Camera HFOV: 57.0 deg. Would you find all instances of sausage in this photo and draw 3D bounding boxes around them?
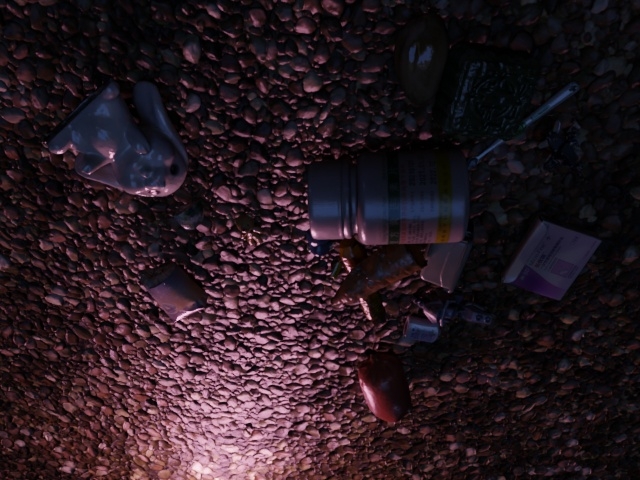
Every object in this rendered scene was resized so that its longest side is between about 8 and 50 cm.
[{"bbox_3d":[0.188,0.423,1.693,0.148,0.148,0.255,-9,123,9],"label":"sausage"}]

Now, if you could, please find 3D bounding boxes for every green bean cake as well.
[{"bbox_3d":[0.346,-0.307,1.226,0.184,0.094,0.184,4,122,-13],"label":"green bean cake"}]

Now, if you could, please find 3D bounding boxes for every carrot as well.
[{"bbox_3d":[0.110,0.105,1.528,0.070,0.070,0.260,-14,122,12],"label":"carrot"},{"bbox_3d":[0.129,0.087,1.430,0.263,0.102,0.102,-36,115,20],"label":"carrot"}]

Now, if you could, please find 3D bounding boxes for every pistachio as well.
[{"bbox_3d":[0.206,-0.367,1.198,0.108,0.126,0.186,30,132,32],"label":"pistachio"}]

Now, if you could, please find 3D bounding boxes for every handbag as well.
[{"bbox_3d":[-0.395,0.132,1.565,0.117,0.095,0.173,-26,121,15],"label":"handbag"}]

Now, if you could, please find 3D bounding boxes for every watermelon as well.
[{"bbox_3d":[-0.329,-0.064,1.466,0.061,0.085,0.085,41,126,25],"label":"watermelon"}]

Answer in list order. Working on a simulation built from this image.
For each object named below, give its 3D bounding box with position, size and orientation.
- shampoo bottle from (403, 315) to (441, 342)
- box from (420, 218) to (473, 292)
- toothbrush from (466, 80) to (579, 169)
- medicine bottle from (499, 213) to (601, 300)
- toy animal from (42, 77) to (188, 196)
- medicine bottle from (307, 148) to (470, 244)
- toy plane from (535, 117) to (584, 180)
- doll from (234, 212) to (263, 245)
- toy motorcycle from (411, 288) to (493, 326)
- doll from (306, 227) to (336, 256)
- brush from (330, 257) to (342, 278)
[{"bbox_3d":[0.284,0.246,1.628,0.099,0.043,0.072,8,124,-3],"label":"shampoo bottle"},{"bbox_3d":[0.306,0.028,1.443,0.092,0.124,0.172,16,122,5],"label":"box"},{"bbox_3d":[0.436,-0.248,1.307,0.304,0.030,0.030,-38,114,22],"label":"toothbrush"},{"bbox_3d":[0.569,0.044,1.474,0.171,0.052,0.201,18,121,-8],"label":"medicine bottle"},{"bbox_3d":[-0.438,-0.211,1.298,0.249,0.174,0.289,-20,119,2],"label":"toy animal"},{"bbox_3d":[0.147,-0.094,1.313,0.339,0.208,0.208,-2,123,4],"label":"medicine bottle"},{"bbox_3d":[0.553,-0.186,1.316,0.188,0.062,0.135,38,92,-23],"label":"toy plane"},{"bbox_3d":[-0.178,-0.029,1.486,0.061,0.051,0.093,-15,150,12],"label":"doll"},{"bbox_3d":[0.347,0.176,1.531,0.215,0.122,0.080,13,108,-5],"label":"toy motorcycle"},{"bbox_3d":[0.000,0.000,1.481,0.076,0.050,0.083,-6,121,2],"label":"doll"},{"bbox_3d":[0.049,0.059,1.533,0.018,0.021,0.083,22,104,-8],"label":"brush"}]
